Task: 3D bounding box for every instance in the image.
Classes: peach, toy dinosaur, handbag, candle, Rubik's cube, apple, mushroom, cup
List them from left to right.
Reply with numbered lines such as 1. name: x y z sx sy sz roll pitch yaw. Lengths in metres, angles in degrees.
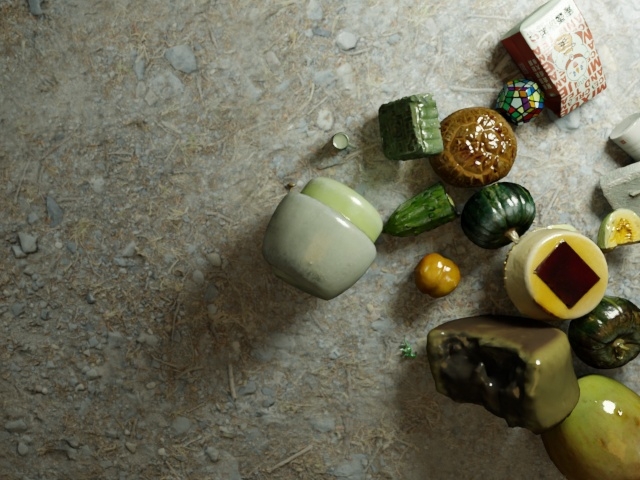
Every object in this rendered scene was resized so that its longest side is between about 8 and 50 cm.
1. cup: 0.068 -0.294 1.508 0.054 0.083 0.075 -38 97 10
2. toy dinosaur: 0.296 0.362 1.651 0.062 0.021 0.083 17 106 -5
3. peach: 0.360 0.113 1.541 0.138 0.138 0.138 1 101 5
4. mushroom: 0.445 -0.269 1.449 0.254 0.153 0.252 0 91 6
5. Rubik's cube: 0.569 -0.396 1.418 0.133 0.133 0.112 41 98 -3
6. handbag: 0.666 -0.503 1.378 0.171 0.151 0.298 -38 99 6
7. apple: 0.827 0.572 1.493 0.339 0.338 0.305 -39 81 11
8. candle: 0.897 -0.146 1.435 0.169 0.068 0.192 17 132 13

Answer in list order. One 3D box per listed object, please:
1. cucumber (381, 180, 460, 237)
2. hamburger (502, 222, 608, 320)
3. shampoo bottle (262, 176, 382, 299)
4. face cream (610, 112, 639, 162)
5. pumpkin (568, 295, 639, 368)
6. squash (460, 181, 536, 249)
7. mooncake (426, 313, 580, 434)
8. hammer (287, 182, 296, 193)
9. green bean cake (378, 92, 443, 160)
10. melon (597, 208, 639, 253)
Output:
1. cucumber: 0.294 -0.076 1.519 0.245 0.134 0.134 -27 98 20
2. hamburger: 0.688 0.101 1.467 0.302 0.170 0.301 0 90 -5
3. shampoo bottle: 0.000 0.000 1.446 0.322 0.322 0.317 38 80 -3
4. face cream: 0.950 -0.260 1.425 0.214 0.096 0.095 40 102 -4
5. pumpkin: 0.867 0.279 1.488 0.238 0.159 0.237 -7 122 -11
6. squash: 0.520 -0.071 1.451 0.218 0.172 0.218 -2 129 -2
7. mooncake: 0.525 0.377 1.442 0.394 0.394 0.246 -12 101 8
8. hammer: -0.091 -0.124 1.595 0.029 0.014 0.122 3 104 14
9. green bean cake: 0.253 -0.321 1.432 0.094 0.173 0.181 -15 101 -34
10. melon: 0.861 -0.032 1.447 0.160 0.079 0.128 -10 98 -15
